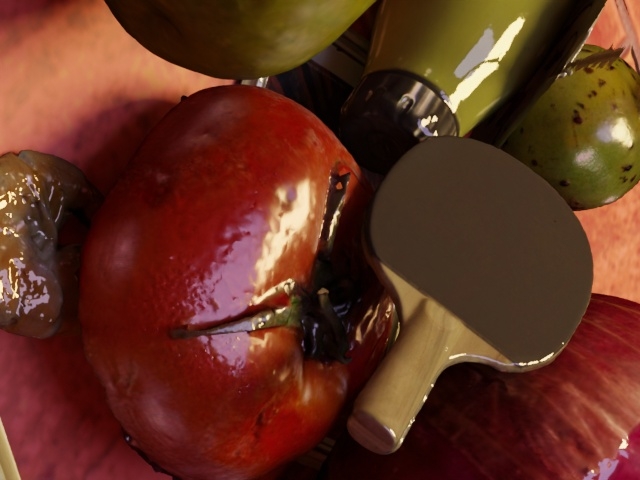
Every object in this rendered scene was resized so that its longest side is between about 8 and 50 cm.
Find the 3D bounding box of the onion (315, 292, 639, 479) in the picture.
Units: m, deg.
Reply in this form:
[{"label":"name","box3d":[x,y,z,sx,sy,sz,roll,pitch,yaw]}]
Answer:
[{"label":"onion","box3d":[0.168,0.227,1.074,0.348,0.385,0.348,-41,152,-27]}]

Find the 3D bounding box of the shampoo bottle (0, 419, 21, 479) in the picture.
[{"label":"shampoo bottle","box3d":[-0.226,0.033,0.815,0.125,0.084,0.350,-40,123,-42]}]

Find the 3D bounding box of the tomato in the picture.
[{"label":"tomato","box3d":[-0.025,0.026,0.992,0.228,0.101,0.228,-1,91,-59]}]

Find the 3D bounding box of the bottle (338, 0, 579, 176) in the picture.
[{"label":"bottle","box3d":[0.095,-0.144,1.138,0.260,0.112,0.112,-57,133,-34]}]

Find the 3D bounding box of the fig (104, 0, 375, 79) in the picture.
[{"label":"fig","box3d":[-0.054,-0.243,0.873,0.233,0.233,0.314,-48,134,-35]}]

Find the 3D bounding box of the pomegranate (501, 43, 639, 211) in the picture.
[{"label":"pomegranate","box3d":[0.188,-0.077,1.258,0.130,0.130,0.130,-8,101,-49]}]

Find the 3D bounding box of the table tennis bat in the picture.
[{"label":"table tennis bat","box3d":[0.075,0.028,0.975,0.138,0.022,0.246,36,44,-2]}]

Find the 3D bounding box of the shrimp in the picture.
[{"label":"shrimp","box3d":[-0.130,0.007,0.969,0.180,0.041,0.099,11,71,-49]}]

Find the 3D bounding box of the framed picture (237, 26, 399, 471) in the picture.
[{"label":"framed picture","box3d":[0.000,0.000,1.131,0.216,0.016,0.273,29,73,-48]}]

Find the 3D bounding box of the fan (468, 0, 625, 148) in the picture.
[{"label":"fan","box3d":[0.146,-0.102,1.100,0.009,0.329,0.191,36,87,-5]}]
